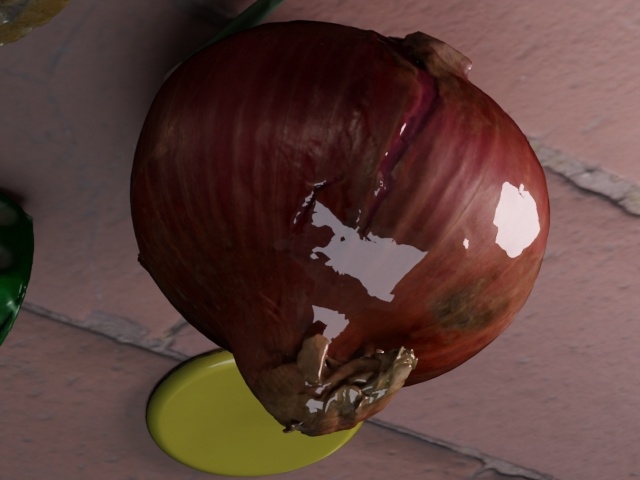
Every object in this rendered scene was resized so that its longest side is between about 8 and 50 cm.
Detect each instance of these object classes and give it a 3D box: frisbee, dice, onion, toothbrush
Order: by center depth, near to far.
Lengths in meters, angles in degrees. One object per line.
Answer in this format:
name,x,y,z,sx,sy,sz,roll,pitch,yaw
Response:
toothbrush,-0.036,-0.192,1.435,0.257,0.024,0.018,-34,133,30
onion,0.020,-0.022,1.447,0.353,0.354,0.354,-5,140,-4
dice,-0.328,0.023,1.569,0.128,0.120,0.131,16,133,-24
frisbee,-0.065,0.182,1.881,0.236,0.017,0.236,-5,140,-4

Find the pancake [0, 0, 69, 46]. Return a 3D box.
pancake,-0.292,-0.231,1.324,0.282,0.049,0.282,-4,141,-3
